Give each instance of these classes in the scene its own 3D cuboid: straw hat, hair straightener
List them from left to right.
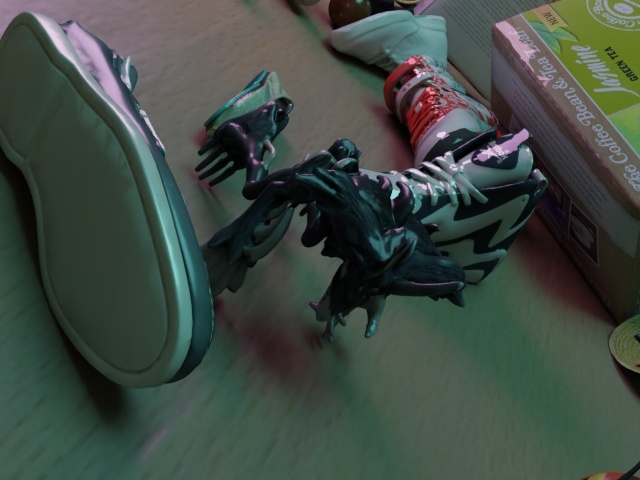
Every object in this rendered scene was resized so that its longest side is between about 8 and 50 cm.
[{"bbox_3d":[0.109,-0.278,1.626,0.089,0.047,0.230,58,22,15],"label":"hair straightener"},{"bbox_3d":[0.377,0.130,1.280,0.144,0.144,0.061,-74,151,-64],"label":"straw hat"}]

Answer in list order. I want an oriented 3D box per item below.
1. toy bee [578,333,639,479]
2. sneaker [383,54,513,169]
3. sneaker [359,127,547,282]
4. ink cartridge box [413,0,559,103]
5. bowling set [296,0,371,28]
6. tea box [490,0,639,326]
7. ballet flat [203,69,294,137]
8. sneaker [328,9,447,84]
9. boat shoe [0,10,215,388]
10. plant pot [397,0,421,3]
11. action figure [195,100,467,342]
[{"bbox_3d":[0.214,0.215,0.822,0.298,0.162,0.195,70,19,4],"label":"toy bee"},{"bbox_3d":[0.116,-0.129,1.309,0.145,0.090,0.270,45,20,10],"label":"sneaker"},{"bbox_3d":[0.117,-0.055,1.096,0.235,0.153,0.094,24,27,-35],"label":"sneaker"},{"bbox_3d":[0.317,-0.283,1.616,0.296,0.261,0.066,44,22,-16],"label":"ink cartridge box"},{"bbox_3d":[-0.010,-0.362,1.474,0.287,0.200,0.154,-21,48,-16],"label":"bowling set"},{"bbox_3d":[0.410,-0.128,1.403,0.220,0.323,0.329,81,-16,-50],"label":"tea box"},{"bbox_3d":[-0.054,-0.112,1.062,0.052,0.057,0.168,49,23,-8],"label":"ballet flat"},{"bbox_3d":[0.096,-0.228,1.480,0.212,0.080,0.094,-10,89,-49],"label":"sneaker"},{"bbox_3d":[-0.120,-0.034,0.750,0.099,0.116,0.319,14,30,-40],"label":"boat shoe"},{"bbox_3d":[0.142,-0.397,1.839,0.083,0.083,0.079,44,11,6],"label":"plant pot"},{"bbox_3d":[0.000,0.000,0.850,0.164,0.141,0.276,31,10,-27],"label":"action figure"}]
